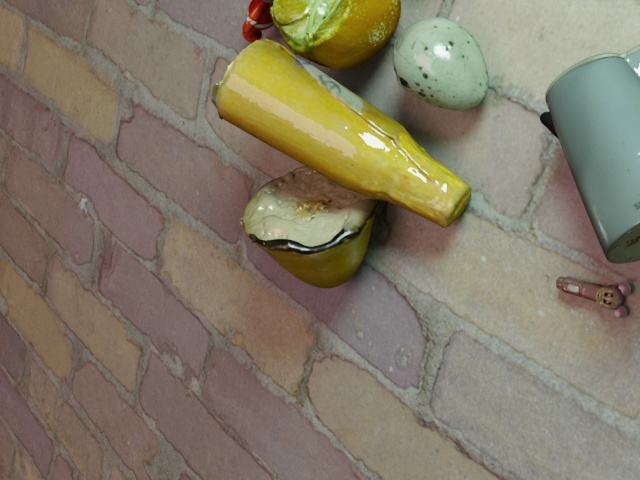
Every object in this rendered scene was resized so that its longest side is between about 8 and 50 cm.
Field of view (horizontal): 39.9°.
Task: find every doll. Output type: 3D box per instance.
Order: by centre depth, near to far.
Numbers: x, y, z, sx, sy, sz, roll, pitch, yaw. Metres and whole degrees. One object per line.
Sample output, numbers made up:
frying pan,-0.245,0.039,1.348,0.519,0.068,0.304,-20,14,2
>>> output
doll,-0.082,-0.453,1.599,0.076,0.142,0.245,39,153,-4

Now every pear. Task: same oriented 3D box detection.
pear,0.000,-0.002,1.545,0.267,0.267,0.178,23,141,45

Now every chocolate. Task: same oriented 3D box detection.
chocolate,0.045,-0.170,1.432,0.446,0.162,0.162,32,119,15

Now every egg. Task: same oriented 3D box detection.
egg,0.183,-0.263,1.340,0.164,0.131,0.131,55,130,26

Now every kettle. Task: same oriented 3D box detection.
kettle,0.407,-0.126,1.105,0.211,0.160,0.243,-31,63,25

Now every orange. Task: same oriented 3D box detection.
orange,0.033,-0.372,1.464,0.237,0.158,0.179,23,72,47

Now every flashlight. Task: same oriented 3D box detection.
flashlight,0.376,0.072,1.225,0.110,0.031,0.052,18,106,46
